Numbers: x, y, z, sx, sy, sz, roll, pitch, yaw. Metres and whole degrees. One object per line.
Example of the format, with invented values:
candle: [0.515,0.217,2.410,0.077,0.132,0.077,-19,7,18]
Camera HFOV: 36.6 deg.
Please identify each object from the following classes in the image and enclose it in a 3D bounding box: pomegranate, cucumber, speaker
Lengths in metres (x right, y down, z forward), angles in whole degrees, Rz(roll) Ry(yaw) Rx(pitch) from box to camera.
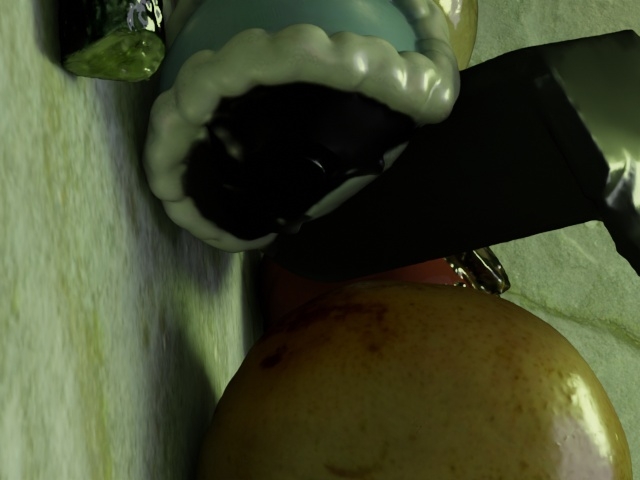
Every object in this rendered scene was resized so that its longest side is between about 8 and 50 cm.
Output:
pomegranate: [0.072,0.182,0.674,0.319,0.319,0.319,-5,90,-85]
cucumber: [-0.109,-0.189,0.477,0.058,0.052,0.215,163,-77,-75]
speaker: [0.113,-0.030,0.757,0.180,0.388,0.184,-19,94,-45]

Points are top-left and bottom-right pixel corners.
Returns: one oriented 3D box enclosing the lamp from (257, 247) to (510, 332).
lamp: [0.070,0.079,1.043,0.303,0.257,0.303,45,17,-17]

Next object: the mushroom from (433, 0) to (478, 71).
mushroom: [0.051,-0.334,1.394,0.362,0.294,0.362,52,-15,19]

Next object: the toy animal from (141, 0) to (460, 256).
toy animal: [-0.029,-0.108,0.644,0.156,0.208,0.204,36,35,-33]
